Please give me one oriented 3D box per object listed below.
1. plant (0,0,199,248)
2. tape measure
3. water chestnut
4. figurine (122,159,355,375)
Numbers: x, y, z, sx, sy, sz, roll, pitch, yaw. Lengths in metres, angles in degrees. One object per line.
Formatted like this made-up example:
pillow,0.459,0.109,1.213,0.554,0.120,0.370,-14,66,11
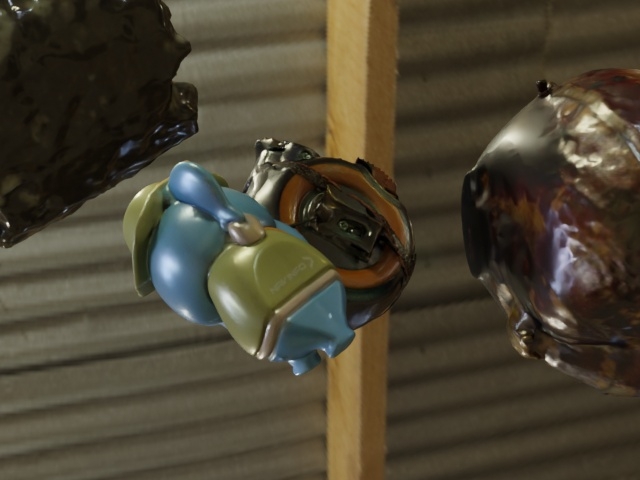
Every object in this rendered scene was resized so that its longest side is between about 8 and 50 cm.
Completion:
plant,-0.198,-0.053,0.607,0.275,0.146,0.149,-32,-47,-14
tape measure,0.000,0.000,1.446,0.223,0.202,0.135,25,-36,-8
water chestnut,0.325,-0.022,1.234,0.347,0.335,0.335,-25,-59,-11
figurine,-0.081,0.037,1.222,0.262,0.180,0.154,43,-98,14
